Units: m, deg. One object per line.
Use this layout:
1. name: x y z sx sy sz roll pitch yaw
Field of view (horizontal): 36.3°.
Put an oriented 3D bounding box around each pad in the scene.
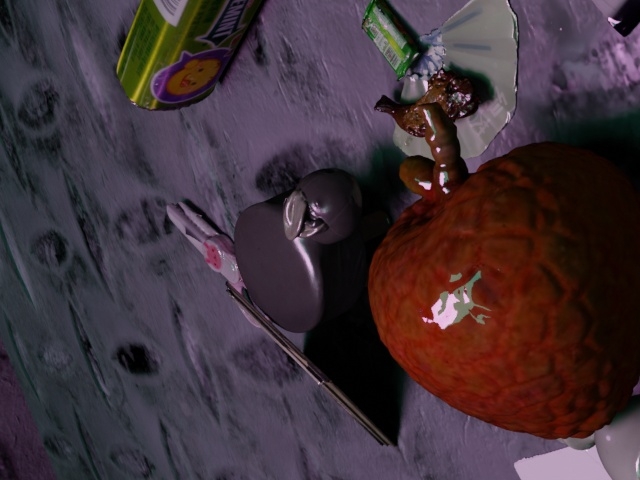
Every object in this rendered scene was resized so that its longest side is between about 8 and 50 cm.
1. pad: 0.297 0.317 0.994 0.232 0.004 0.156 62 146 7

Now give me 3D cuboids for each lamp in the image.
1. lamp: 0.273 0.173 0.855 0.193 0.106 0.106 14 121 59

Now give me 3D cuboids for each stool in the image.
1. stool: 0.005 0.008 1.092 0.228 0.139 0.153 -27 88 56

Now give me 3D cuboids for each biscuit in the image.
1. biscuit: 0.070 -0.203 0.976 0.089 0.016 0.046 58 143 22

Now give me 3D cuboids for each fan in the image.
1. fan: 0.130 -0.148 0.941 0.131 0.009 0.240 53 145 16

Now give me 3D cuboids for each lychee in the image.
1. lychee: 0.151 0.028 0.804 0.300 0.255 0.255 45 148 -8

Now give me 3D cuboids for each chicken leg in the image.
1. chicken leg: 0.101 -0.129 0.951 0.145 0.037 0.062 -15 78 55

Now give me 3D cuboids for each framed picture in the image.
1. framed picture: -0.011 0.160 1.198 0.197 0.014 0.252 40 173 35

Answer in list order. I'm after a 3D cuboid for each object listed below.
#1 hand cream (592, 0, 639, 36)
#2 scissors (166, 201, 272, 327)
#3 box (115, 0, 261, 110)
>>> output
1. hand cream: 0.159 -0.317 0.754 0.336 0.076 0.121 52 150 10
2. scissors: -0.143 0.021 1.409 0.242 0.030 0.118 41 139 27
3. box: -0.129 -0.280 1.111 0.097 0.134 0.345 62 146 14
